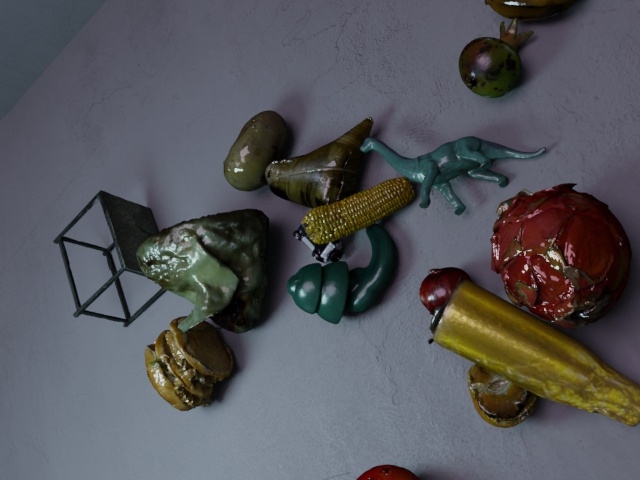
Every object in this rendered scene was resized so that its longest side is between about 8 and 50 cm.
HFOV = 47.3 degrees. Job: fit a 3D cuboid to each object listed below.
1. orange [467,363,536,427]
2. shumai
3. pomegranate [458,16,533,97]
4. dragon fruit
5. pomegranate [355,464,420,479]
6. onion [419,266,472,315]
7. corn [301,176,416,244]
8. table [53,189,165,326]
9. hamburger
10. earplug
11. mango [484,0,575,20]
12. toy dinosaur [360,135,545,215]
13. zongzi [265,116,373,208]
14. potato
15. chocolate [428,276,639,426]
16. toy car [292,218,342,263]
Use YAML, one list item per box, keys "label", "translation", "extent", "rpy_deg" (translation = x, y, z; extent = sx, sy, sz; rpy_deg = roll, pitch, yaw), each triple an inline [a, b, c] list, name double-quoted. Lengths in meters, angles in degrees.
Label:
- label: "orange"
  translation: [0.393, 0.334, 1.595]
  extent: [0.160, 0.170, 0.112]
  rpy_deg: [30, 136, 33]
- label: "shumai"
  translation: [-0.292, 0.106, 2.101]
  extent: [0.395, 0.395, 0.348]
  rpy_deg: [-24, 83, 30]
- label: "pomegranate"
  translation: [0.430, -0.454, 1.797]
  extent: [0.156, 0.156, 0.220]
  rpy_deg: [28, 90, 39]
- label: "dragon fruit"
  translation: [0.496, 0.027, 1.509]
  extent: [0.277, 0.277, 0.343]
  rpy_deg: [-43, 49, 19]
- label: "pomegranate"
  translation: [0.164, 0.617, 1.637]
  extent: [0.210, 0.210, 0.235]
  rpy_deg: [-38, 96, 22]
- label: "onion"
  translation: [0.295, 0.120, 1.733]
  extent: [0.131, 0.131, 0.131]
  rpy_deg: [-12, 69, 34]
- label: "corn"
  translation: [0.106, -0.078, 1.905]
  extent: [0.312, 0.102, 0.102]
  rpy_deg: [-21, 61, 2]
- label: "table"
  translation: [-0.691, 0.067, 2.444]
  extent: [0.272, 0.222, 0.335]
  rpy_deg: [-41, 55, 21]
- label: "hamburger"
  translation: [-0.383, 0.364, 2.119]
  extent: [0.211, 0.245, 0.260]
  rpy_deg: [-40, 94, 10]
- label: "earplug"
  translation: [0.053, 0.092, 1.904]
  extent: [0.164, 0.280, 0.258]
  rpy_deg: [-111, 23, -72]
- label: "mango"
  translation: [0.519, -0.623, 1.782]
  extent: [0.248, 0.156, 0.151]
  rpy_deg: [7, 42, 37]
- label: "toy dinosaur"
  translation: [0.315, -0.237, 1.843]
  extent: [0.383, 0.129, 0.331]
  rpy_deg: [-28, 50, 6]
- label: "zongzi"
  translation: [0.001, -0.232, 2.059]
  extent: [0.285, 0.134, 0.288]
  rpy_deg: [19, 88, 34]
- label: "potato"
  translation: [-0.193, -0.272, 2.205]
  extent: [0.165, 0.165, 0.262]
  rpy_deg: [24, 89, 40]
- label: "chocolate"
  translation: [0.446, 0.246, 1.506]
  extent: [0.445, 0.162, 0.162]
  rpy_deg: [28, 94, 20]
- label: "toy car"
  translation: [0.000, 0.000, 2.031]
  extent: [0.080, 0.070, 0.171]
  rpy_deg: [-54, 50, 11]
